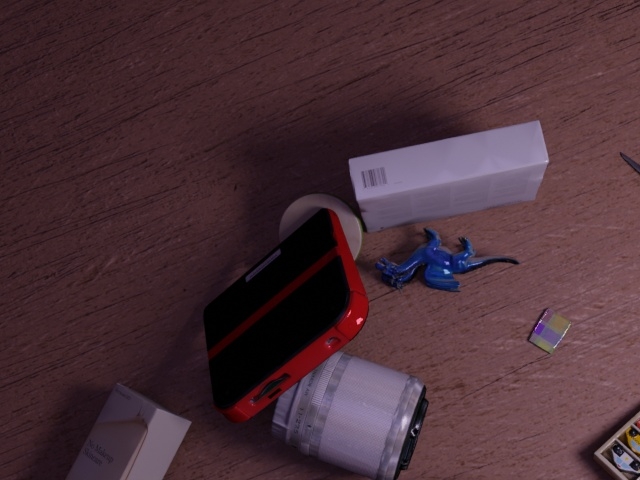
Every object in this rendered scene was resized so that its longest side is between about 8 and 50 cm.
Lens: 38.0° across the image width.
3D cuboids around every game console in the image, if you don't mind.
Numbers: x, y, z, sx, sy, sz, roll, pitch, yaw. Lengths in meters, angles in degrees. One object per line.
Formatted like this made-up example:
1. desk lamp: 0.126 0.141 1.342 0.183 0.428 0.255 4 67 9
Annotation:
1. game console: -0.081 0.149 1.867 0.386 0.060 0.342 -39 34 18

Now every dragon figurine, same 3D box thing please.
1. dragon figurine: 0.265 0.063 1.964 0.289 0.085 0.144 16 79 11

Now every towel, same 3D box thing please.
1. towel: 0.482 0.189 1.946 0.060 0.009 0.083 32 83 13

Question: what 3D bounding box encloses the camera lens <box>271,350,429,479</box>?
1. camera lens: 0.064 0.344 1.855 0.274 0.219 0.219 18 80 11

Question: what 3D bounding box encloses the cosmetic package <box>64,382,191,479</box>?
1. cosmetic package: -0.415 0.472 1.914 0.160 0.113 0.309 18 78 42

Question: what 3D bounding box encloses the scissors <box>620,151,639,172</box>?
1. scissors: 0.758 -0.092 1.962 0.109 0.021 0.297 -26 64 -4

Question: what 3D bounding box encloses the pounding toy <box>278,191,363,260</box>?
1. pounding toy: 0.000 0.000 2.021 0.183 0.110 0.237 31 110 6

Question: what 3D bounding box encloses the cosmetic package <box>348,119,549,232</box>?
1. cosmetic package: 0.259 -0.123 1.907 0.377 0.284 0.097 -11 74 4

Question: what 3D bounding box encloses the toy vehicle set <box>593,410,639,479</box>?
1. toy vehicle set: 0.686 0.457 1.791 0.166 0.035 0.267 -39 59 -13
